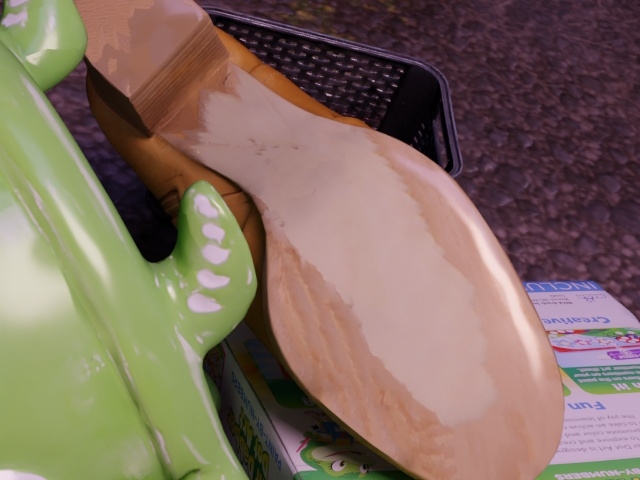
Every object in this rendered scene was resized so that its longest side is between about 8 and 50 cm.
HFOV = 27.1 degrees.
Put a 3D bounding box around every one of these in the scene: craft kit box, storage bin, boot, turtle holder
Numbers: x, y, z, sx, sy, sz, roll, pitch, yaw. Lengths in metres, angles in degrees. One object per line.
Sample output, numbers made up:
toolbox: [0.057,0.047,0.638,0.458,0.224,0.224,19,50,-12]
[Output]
craft kit box: [0.083,0.091,0.656,0.249,0.061,0.246,0,19,-18]
storage bin: [-0.012,-0.065,0.841,0.180,0.084,0.122,13,42,-15]
boot: [-0.001,0.000,0.642,0.104,0.211,0.295,-42,79,-4]
turtle holder: [-0.156,0.065,0.552,0.227,0.243,0.320,-30,98,-20]
